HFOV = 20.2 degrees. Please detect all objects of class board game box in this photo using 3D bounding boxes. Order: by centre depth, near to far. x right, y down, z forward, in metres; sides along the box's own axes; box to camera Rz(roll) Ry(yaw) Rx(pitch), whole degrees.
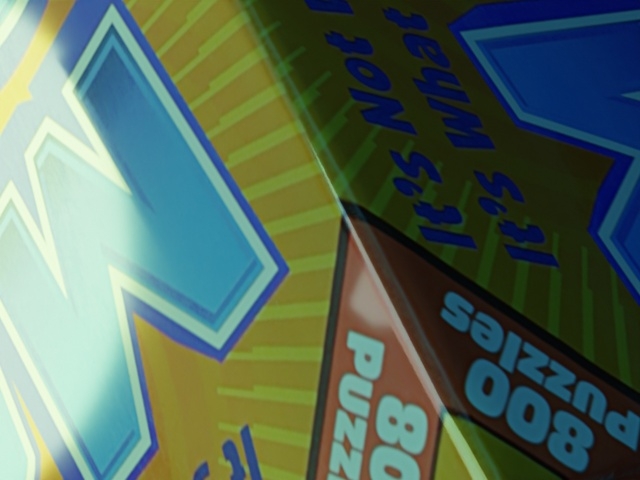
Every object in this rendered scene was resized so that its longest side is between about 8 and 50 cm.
[{"bbox_3d":[0.000,0.000,0.657,0.356,0.356,0.356,-45,60,38],"label":"board game box"}]
